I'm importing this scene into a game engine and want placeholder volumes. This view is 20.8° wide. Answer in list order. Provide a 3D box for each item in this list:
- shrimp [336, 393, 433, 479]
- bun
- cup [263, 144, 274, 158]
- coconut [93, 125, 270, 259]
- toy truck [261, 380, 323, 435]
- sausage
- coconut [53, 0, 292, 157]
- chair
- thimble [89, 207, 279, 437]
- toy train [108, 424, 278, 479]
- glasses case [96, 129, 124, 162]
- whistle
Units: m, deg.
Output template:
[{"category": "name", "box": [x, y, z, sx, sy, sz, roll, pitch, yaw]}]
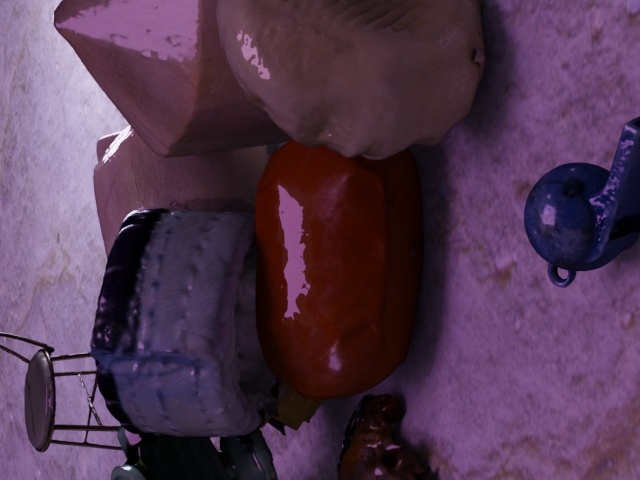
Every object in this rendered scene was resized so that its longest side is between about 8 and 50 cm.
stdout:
[{"category": "shrimp", "box": [0.066, 0.203, 1.634, 0.262, 0.066, 0.117, 170, 102, -66]}, {"category": "bun", "box": [0.024, -0.172, 1.561, 0.259, 0.259, 0.160, -110, 26, -44]}, {"category": "cup", "box": [-0.091, -0.106, 2.082, 0.104, 0.074, 0.116, 31, 114, 39]}, {"category": "coconut", "box": [-0.147, -0.052, 1.966, 0.224, 0.224, 0.234, 118, 154, -48]}, {"category": "toy truck", "box": [-0.065, 0.136, 1.908, 0.136, 0.111, 0.286, -54, 14, -1]}, {"category": "sausage", "box": [0.019, 0.019, 1.650, 0.141, 0.153, 0.268, 3, 89, 26]}, {"category": "coconut", "box": [-0.116, -0.226, 1.796, 0.329, 0.328, 0.329, -177, 90, -69]}, {"category": "chair", "box": [-0.391, 0.213, 2.445, 0.160, 0.325, 0.170, 138, 131, -61]}, {"category": "thimble", "box": [-0.124, 0.081, 1.685, 0.237, 0.150, 0.237, 0, -90, -77]}, {"category": "toy train", "box": [-0.100, 0.389, 1.782, 0.442, 0.179, 0.272, 62, 150, 19]}, {"category": "glasses case", "box": [-0.191, 0.023, 2.170, 0.144, 0.076, 0.336, -7, 95, 59]}, {"category": "whistle", "box": [0.198, -0.034, 1.295, 0.090, 0.090, 0.158, -122, 40, -55]}]
